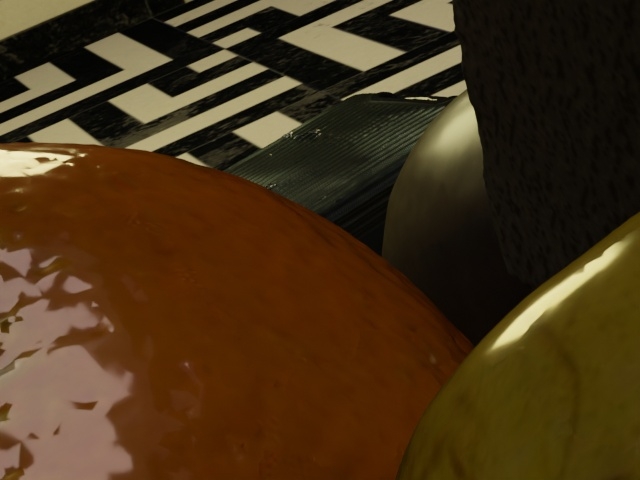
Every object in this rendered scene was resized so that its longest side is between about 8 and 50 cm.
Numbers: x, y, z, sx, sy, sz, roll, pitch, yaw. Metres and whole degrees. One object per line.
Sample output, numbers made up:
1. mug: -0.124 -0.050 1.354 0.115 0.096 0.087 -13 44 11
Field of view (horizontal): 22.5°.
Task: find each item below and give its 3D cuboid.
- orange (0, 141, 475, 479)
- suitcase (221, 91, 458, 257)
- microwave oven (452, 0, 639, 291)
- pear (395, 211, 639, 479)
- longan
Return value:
1. orange: -0.115 0.154 0.592 0.424 0.326 0.424 -16 48 18
2. suitcase: 0.000 0.000 1.221 0.312 0.128 0.202 -34 26 -31
3. microwave oven: 0.274 -0.034 0.665 0.236 0.374 0.432 -31 45 -15
4. pear: 0.153 0.109 0.392 0.281 0.280 0.281 -17 22 7
5. longan: 0.164 -0.012 1.020 0.246 0.215 0.246 -3 -16 -1
